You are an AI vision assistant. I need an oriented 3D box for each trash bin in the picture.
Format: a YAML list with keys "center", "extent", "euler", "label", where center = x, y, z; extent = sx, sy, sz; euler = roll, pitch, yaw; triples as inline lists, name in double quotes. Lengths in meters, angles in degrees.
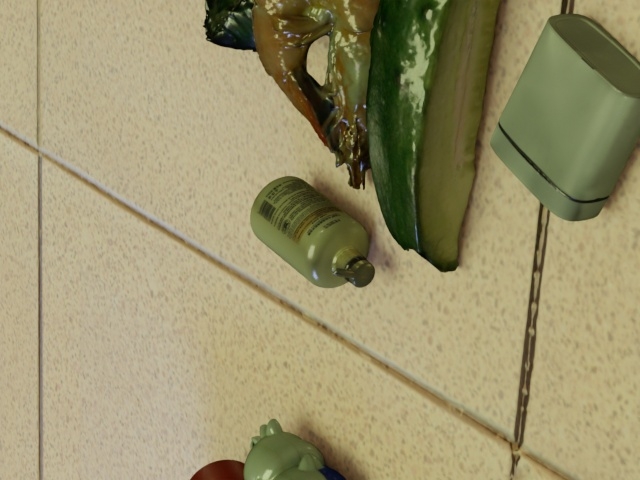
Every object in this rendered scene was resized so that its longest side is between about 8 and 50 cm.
- center: [0.207, -0.100, 1.287]
  extent: [0.116, 0.059, 0.130]
  euler: [51, 136, 32]
  label: "trash bin"

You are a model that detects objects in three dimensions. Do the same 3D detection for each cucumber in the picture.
- center: [0.088, -0.127, 1.420]
  extent: [0.145, 0.105, 0.325]
  euler: [35, 129, 45]
  label: "cucumber"

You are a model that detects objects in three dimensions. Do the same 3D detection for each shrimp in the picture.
- center: [0.012, -0.167, 1.508]
  extent: [0.061, 0.145, 0.267]
  euler: [-78, -20, -57]
  label: "shrimp"

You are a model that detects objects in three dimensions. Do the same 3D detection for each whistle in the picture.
- center: [-0.009, 0.281, 1.681]
  extent: [0.244, 0.092, 0.110]
  euler: [40, 128, 45]
  label: "whistle"

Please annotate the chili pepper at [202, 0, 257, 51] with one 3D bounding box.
- center: [-0.027, -0.300, 1.536]
  extent: [0.148, 0.116, 0.264]
  euler: [29, 125, 1]
  label: "chili pepper"

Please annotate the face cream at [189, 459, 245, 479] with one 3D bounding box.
- center: [-0.084, 0.338, 1.751]
  extent: [0.214, 0.095, 0.096]
  euler: [-127, 39, -60]
  label: "face cream"

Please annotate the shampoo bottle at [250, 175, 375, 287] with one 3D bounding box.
- center: [0.000, 0.000, 1.598]
  extent: [0.162, 0.079, 0.079]
  euler: [38, 129, 43]
  label: "shampoo bottle"
